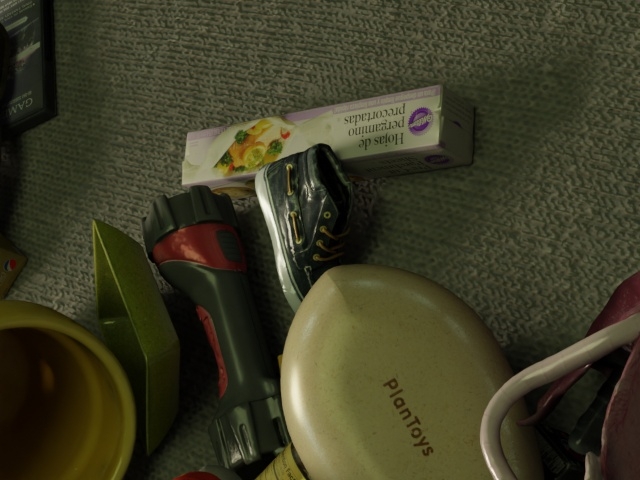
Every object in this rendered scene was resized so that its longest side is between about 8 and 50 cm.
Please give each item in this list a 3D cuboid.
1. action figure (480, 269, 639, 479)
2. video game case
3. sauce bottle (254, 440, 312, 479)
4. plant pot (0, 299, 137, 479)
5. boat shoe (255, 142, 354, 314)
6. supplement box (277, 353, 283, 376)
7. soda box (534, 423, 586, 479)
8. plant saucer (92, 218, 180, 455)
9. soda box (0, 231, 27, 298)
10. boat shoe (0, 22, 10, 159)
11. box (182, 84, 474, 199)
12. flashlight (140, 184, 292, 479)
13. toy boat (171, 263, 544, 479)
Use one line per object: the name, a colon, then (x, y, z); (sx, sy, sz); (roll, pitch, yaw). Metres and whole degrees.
action figure: (0.287, 0.028, 1.146); (0.370, 0.275, 0.248); (-60, 43, 22)
video game case: (-0.419, -0.249, 1.925); (0.196, 0.026, 0.274); (-21, 64, 30)
sauce bottle: (0.005, 0.231, 1.378); (0.344, 0.111, 0.111); (-46, 53, 13)
plant pot: (-0.352, 0.175, 1.589); (0.239, 0.254, 0.254); (21, 87, 61)
boat shoe: (0.000, 0.000, 1.458); (0.083, 0.065, 0.183); (-24, 84, 38)
supplement box: (0.009, 0.121, 1.448); (0.083, 0.055, 0.043); (-25, 61, 27)
soda box: (0.157, 0.236, 1.291); (0.169, 0.060, 0.053); (-49, 51, 15)
plant saucer: (-0.187, 0.097, 1.560); (0.045, 0.188, 0.188); (-14, 55, -17)
soda box: (-0.434, -0.004, 1.827); (0.181, 0.058, 0.061); (38, 98, 40)
boat shoe: (-0.453, -0.129, 1.828); (0.104, 0.110, 0.307); (-20, 49, 42)
box: (0.001, -0.094, 1.524); (0.324, 0.067, 0.063); (-7, 71, 35)
flashlight: (-0.102, 0.096, 1.519); (0.103, 0.103, 0.304); (-14, 65, -5)
toy boat: (0.013, 0.169, 1.262); (0.318, 0.148, 0.267); (-24, 78, 4)
